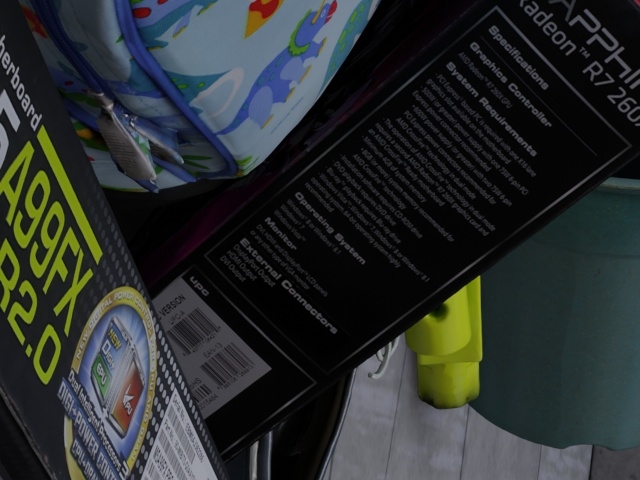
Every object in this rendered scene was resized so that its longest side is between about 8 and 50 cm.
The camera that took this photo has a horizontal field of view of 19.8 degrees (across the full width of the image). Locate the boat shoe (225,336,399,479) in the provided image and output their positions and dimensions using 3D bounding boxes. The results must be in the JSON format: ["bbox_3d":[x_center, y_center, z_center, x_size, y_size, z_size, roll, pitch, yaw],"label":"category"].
[{"bbox_3d":[-0.006,0.054,1.066,0.095,0.079,0.254,28,82,-47],"label":"boat shoe"}]

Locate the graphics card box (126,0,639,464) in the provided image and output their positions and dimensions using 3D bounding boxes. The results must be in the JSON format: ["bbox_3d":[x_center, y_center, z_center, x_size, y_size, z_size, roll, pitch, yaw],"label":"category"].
[{"bbox_3d":[0.032,-0.042,0.831,0.094,0.371,0.233,43,35,-10],"label":"graphics card box"}]

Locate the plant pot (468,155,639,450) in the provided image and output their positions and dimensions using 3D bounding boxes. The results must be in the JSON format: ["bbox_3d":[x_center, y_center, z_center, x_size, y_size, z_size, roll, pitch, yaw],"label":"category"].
[{"bbox_3d":[0.239,-0.018,1.593,0.341,0.341,0.334,-65,163,-49],"label":"plant pot"}]

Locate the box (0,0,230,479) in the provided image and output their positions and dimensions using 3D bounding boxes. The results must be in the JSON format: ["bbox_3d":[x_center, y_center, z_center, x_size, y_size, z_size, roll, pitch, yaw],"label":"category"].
[{"bbox_3d":[-0.154,-0.001,0.399,0.270,0.216,0.060,73,29,-51],"label":"box"}]

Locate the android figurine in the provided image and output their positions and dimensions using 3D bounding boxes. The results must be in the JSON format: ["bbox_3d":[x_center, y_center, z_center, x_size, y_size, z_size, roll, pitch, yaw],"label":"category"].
[{"bbox_3d":[0.073,-0.035,1.194,0.248,0.056,0.273,-89,174,-59],"label":"android figurine"}]

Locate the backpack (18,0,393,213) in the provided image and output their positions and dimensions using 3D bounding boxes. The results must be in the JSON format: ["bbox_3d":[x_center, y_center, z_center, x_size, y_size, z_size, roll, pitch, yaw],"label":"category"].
[{"bbox_3d":[-0.072,-0.163,0.616,0.290,0.273,0.355,-59,147,-4],"label":"backpack"}]
